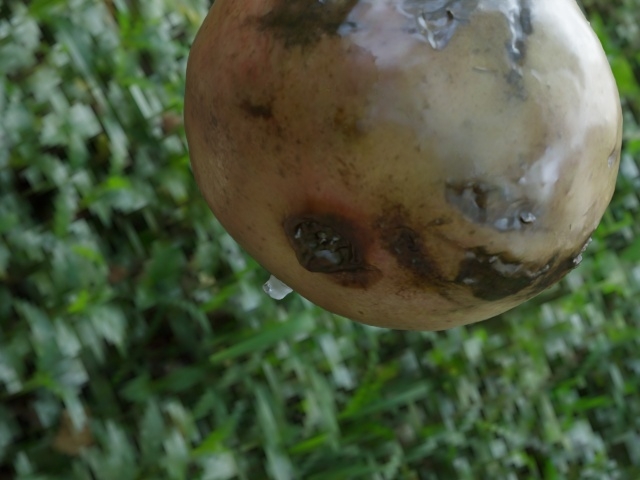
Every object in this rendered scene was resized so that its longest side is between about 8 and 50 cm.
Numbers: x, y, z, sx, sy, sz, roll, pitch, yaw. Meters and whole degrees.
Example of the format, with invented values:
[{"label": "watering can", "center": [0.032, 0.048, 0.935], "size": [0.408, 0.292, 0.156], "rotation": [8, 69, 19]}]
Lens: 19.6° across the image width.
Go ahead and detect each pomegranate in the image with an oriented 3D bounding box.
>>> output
[{"label": "pomegranate", "center": [0.058, -0.084, 1.337], "size": [0.322, 0.322, 0.322], "rotation": [37, 40, -40]}]

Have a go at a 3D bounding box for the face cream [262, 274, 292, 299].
[{"label": "face cream", "center": [0.000, 0.000, 1.545], "size": [0.034, 0.130, 0.034], "rotation": [37, 22, -18]}]
